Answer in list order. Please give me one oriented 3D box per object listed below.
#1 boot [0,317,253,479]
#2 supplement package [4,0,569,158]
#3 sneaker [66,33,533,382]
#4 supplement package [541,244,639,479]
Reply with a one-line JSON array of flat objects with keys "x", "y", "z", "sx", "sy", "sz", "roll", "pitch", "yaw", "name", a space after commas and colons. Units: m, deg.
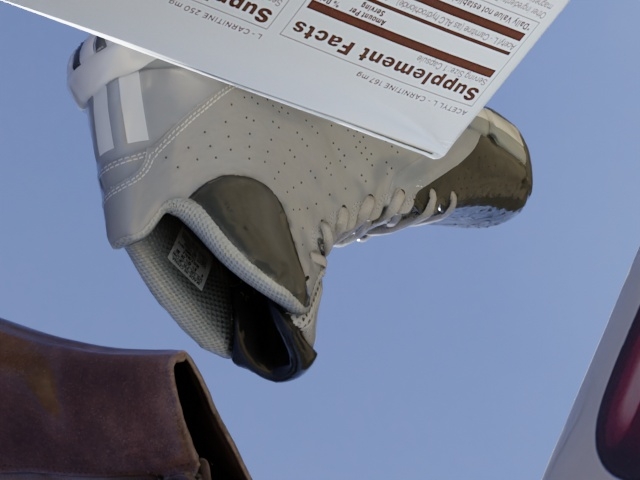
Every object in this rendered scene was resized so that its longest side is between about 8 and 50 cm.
[{"x": -0.142, "y": 0.054, "z": 0.903, "sx": 0.090, "sy": 0.207, "sz": 0.248, "roll": -48, "pitch": -57, "yaw": -48, "name": "boot"}, {"x": 0.008, "y": -0.171, "z": 0.518, "sx": 0.149, "sy": 0.203, "sz": 0.194, "roll": 18, "pitch": -145, "yaw": -32, "name": "supplement package"}, {"x": 0.000, "y": 0.000, "z": 0.788, "sx": 0.228, "sy": 0.086, "sz": 0.132, "roll": 13, "pitch": -123, "yaw": -36, "name": "sneaker"}, {"x": 0.206, "y": 0.076, "z": 0.379, "sx": 0.204, "sy": 0.262, "sz": 0.145, "roll": 18, "pitch": -84, "yaw": -42, "name": "supplement package"}]
